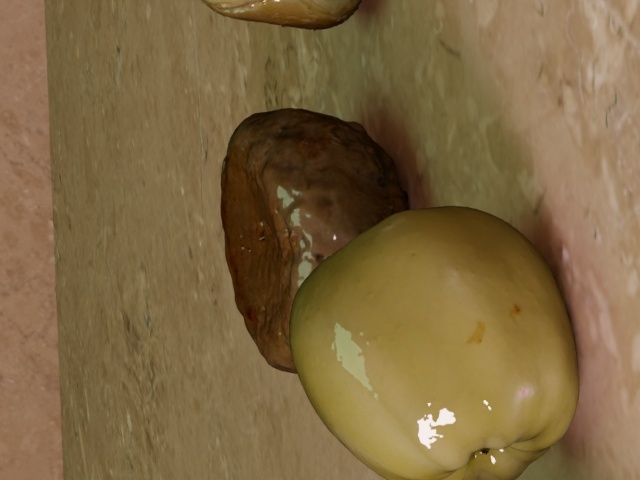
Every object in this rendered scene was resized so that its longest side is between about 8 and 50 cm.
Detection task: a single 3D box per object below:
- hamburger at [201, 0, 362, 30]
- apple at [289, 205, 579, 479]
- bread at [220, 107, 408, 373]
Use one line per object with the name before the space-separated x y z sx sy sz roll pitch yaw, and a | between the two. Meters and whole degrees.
hamburger | -0.044 -0.239 1.602 0.185 0.159 0.131 19 117 50
apple | 0.075 0.069 1.280 0.200 0.200 0.200 175 90 -72
bread | 0.000 0.000 1.592 0.230 0.123 0.230 171 90 -68
